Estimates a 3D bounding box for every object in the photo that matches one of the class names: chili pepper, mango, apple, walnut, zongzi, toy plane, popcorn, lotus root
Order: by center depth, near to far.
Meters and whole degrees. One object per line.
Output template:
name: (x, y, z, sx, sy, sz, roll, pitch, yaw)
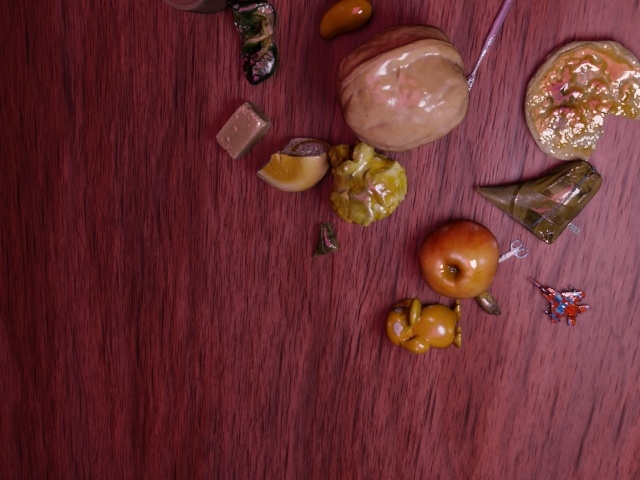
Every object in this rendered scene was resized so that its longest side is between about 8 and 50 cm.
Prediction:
walnut: (0.228, -0.428, 1.502, 0.382, 0.381, 0.381, 5, 104, 19)
zongzi: (0.628, -0.162, 1.526, 0.274, 0.125, 0.250, 39, 113, 14)
apple: (0.410, 0.057, 1.588, 0.242, 0.241, 0.242, 5, 107, 18)
toy plane: (0.713, 0.173, 1.603, 0.189, 0.061, 0.130, 41, 113, 12)
mango: (0.074, -0.686, 1.630, 0.184, 0.085, 0.102, -17, 100, 33)
popcorn: (0.138, -0.183, 1.642, 0.277, 0.225, 0.276, 4, 105, 15)
lotus root: (0.531, 0.200, 1.678, 0.049, 0.054, 0.099, -41, 86, 13)
chili pepper: (-0.205, -0.645, 1.735, 0.148, 0.116, 0.264, -5, 101, 9)
zongzi: (0.000, 0.000, 1.835, 0.113, 0.052, 0.104, -20, 87, 36)

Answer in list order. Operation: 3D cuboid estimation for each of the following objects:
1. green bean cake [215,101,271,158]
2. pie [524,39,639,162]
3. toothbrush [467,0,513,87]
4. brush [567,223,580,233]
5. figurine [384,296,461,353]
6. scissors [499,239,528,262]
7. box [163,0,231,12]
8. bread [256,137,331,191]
green bean cake: (-0.266, -0.377, 1.822, 0.179, 0.085, 0.109, -43, 85, 24)
pie: (0.719, -0.386, 1.463, 0.338, 0.075, 0.337, 5, 106, 20)
toothbrush: (0.494, -0.590, 1.524, 0.024, 0.029, 0.353, 24, 109, 0)
brush: (0.731, -0.050, 1.571, 0.084, 0.013, 0.016, 40, 114, 9)
figurine: (0.332, 0.275, 1.708, 0.228, 0.215, 0.215, 17, 109, -8)
scissors: (0.580, 0.046, 1.646, 0.119, 0.014, 0.058, -32, 86, 20)
box: (-0.378, -0.876, 1.680, 0.301, 0.216, 0.300, 5, 106, 20)
bread: (-0.080, -0.245, 1.759, 0.261, 0.158, 0.156, 8, 124, 22)
